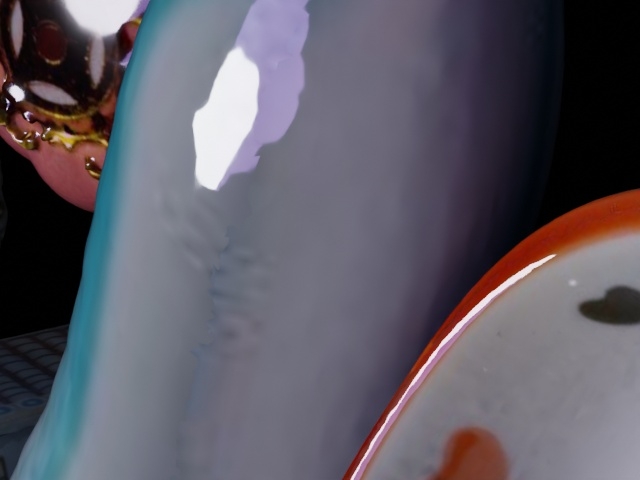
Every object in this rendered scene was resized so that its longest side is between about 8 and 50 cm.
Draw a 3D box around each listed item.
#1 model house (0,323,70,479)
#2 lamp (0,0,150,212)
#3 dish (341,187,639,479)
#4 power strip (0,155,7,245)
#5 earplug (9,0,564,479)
[{"bbox_3d":[-0.160,0.159,0.681,0.198,0.224,0.215,-18,85,50],"label":"model house"},{"bbox_3d":[-0.069,-0.096,0.600,0.182,0.140,0.182,16,120,30],"label":"lamp"},{"bbox_3d":[0.107,0.122,0.359,0.256,0.117,0.256,-31,48,42],"label":"dish"},{"bbox_3d":[-0.236,-0.035,0.804,0.251,0.092,0.257,-30,63,45],"label":"power strip"},{"bbox_3d":[0.000,0.000,0.478,0.185,0.185,0.324,43,131,35],"label":"earplug"}]
